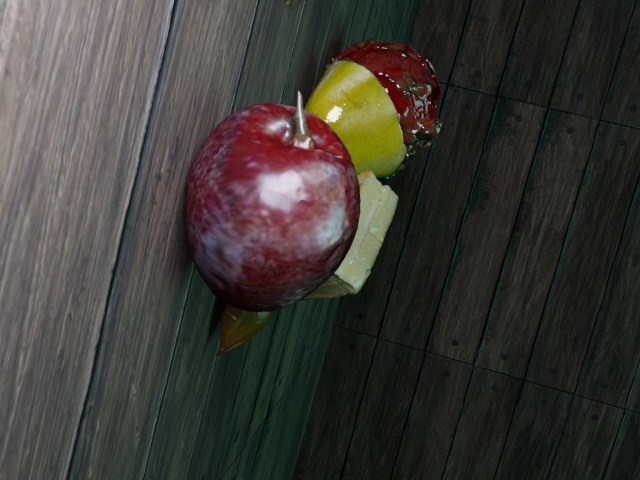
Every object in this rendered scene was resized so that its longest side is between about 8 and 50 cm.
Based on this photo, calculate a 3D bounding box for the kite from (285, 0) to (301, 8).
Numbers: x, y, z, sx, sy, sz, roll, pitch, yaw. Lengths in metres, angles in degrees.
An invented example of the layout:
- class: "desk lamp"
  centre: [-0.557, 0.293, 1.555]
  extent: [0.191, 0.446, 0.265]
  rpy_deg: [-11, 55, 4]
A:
- class: "kite"
  centre: [-0.016, -0.468, 1.006]
  extent: [0.127, 0.016, 0.229]
  rpy_deg: [0, 104, -79]

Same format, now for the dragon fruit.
- class: "dragon fruit"
  centre: [0.148, -0.326, 1.463]
  extent: [0.244, 0.299, 0.244]
  rpy_deg: [-41, 159, -20]

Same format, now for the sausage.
- class: "sausage"
  centre: [-0.098, 0.053, 1.130]
  extent: [0.112, 0.112, 0.328]
  rpy_deg: [90, 20, -63]

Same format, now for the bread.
- class: "bread"
  centre: [0.000, 0.000, 1.273]
  extent: [0.111, 0.246, 0.239]
  rpy_deg: [43, 56, -29]

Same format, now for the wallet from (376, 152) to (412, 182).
- class: "wallet"
  centre: [0.082, -0.156, 1.537]
  extent: [0.149, 0.250, 0.044]
  rpy_deg: [-38, 114, -47]

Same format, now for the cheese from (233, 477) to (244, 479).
- class: "cheese"
  centre: [-0.231, 0.616, 1.515]
  extent: [0.400, 0.034, 0.085]
  rpy_deg: [71, 34, -76]

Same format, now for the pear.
- class: "pear"
  centre: [0.029, -0.208, 1.309]
  extent: [0.178, 0.267, 0.267]
  rpy_deg: [-36, 155, -23]

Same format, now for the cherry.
- class: "cherry"
  centre: [-0.062, -0.032, 0.790]
  extent: [0.230, 0.203, 0.300]
  rpy_deg: [63, -37, 41]
